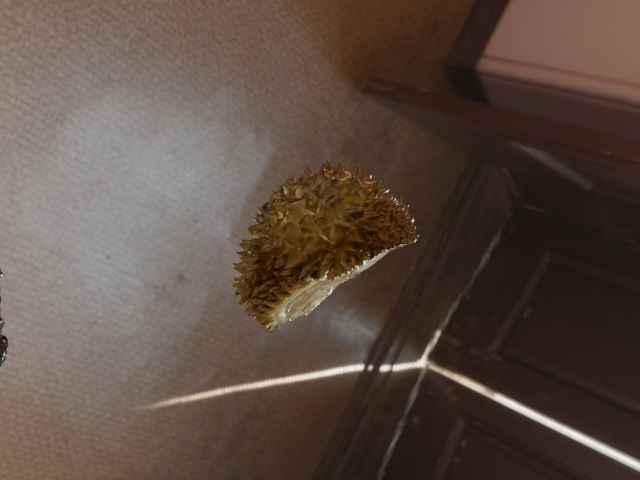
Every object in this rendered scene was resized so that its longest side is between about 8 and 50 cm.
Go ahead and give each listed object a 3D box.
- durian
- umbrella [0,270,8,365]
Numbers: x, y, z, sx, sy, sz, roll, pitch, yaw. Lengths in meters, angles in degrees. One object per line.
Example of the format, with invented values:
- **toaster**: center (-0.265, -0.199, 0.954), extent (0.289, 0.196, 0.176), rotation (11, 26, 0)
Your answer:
- **durian**: center (-0.011, -0.003, 0.956), extent (0.138, 0.250, 0.183), rotation (33, 44, -12)
- **umbrella**: center (-0.582, 0.100, 1.409), extent (0.154, 0.337, 0.128), rotation (-41, 132, 12)
